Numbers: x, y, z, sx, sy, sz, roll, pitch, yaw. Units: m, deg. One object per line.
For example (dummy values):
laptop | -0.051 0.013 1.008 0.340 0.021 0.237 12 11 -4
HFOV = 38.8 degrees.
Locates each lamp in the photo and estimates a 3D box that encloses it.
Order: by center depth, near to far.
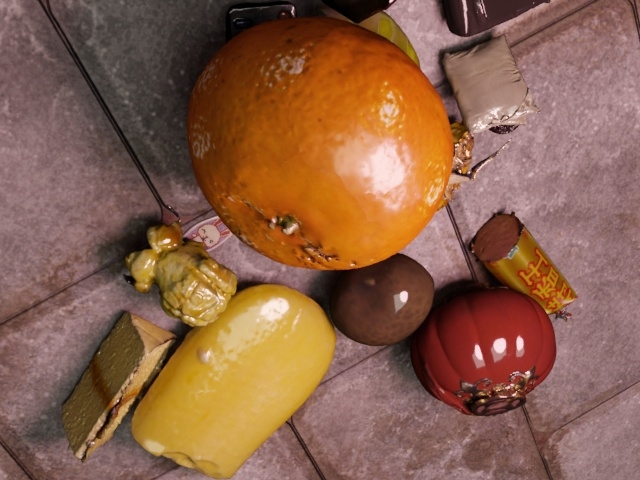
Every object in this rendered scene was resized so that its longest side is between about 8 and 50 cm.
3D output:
lamp | 0.336 0.225 1.880 0.303 0.257 0.303 -9 153 -5

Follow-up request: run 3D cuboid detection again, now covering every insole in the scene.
insole | -0.245 0.009 1.711 0.197 0.004 0.065 -30 122 -5

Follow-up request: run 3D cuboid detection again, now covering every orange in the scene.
orange | -0.009 -0.138 1.409 0.424 0.423 0.326 45 55 -32

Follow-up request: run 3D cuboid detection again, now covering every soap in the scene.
soap | -0.159 0.272 1.812 0.306 0.115 0.427 39 97 -27

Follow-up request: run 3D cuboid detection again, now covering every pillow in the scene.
pillow | 0.309 -0.290 1.682 0.134 0.181 0.078 -16 162 -4

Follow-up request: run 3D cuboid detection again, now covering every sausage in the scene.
sausage | 0.447 0.084 1.941 0.125 0.117 0.317 -38 122 11

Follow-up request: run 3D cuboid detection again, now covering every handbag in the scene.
handbag | 0.304 -0.511 1.617 0.223 0.080 0.247 -26 120 -15

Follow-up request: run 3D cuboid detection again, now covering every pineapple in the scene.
pineapple | 0.193 -0.096 1.731 0.334 0.158 0.161 -25 122 -8

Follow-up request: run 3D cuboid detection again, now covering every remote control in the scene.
remote control | -0.095 -0.225 1.615 0.144 0.062 0.399 -9 116 -17

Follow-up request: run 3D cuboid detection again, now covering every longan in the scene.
longan | 0.122 0.114 1.797 0.212 0.198 0.198 -42 123 18

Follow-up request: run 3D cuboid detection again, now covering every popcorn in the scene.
popcorn | -0.245 0.059 1.652 0.195 0.168 0.174 39 113 6

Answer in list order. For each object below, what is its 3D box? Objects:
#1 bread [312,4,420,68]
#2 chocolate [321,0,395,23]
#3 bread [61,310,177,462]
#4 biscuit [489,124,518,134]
bread | 0.091 -0.316 1.587 0.260 0.158 0.156 32 98 -33
chocolate | 0.065 -0.549 1.382 0.326 0.314 0.297 -42 113 8
bread | -0.387 0.273 1.728 0.266 0.142 0.178 -53 161 9
biscuit | 0.367 -0.251 1.795 0.089 0.027 0.087 -18 121 -11
